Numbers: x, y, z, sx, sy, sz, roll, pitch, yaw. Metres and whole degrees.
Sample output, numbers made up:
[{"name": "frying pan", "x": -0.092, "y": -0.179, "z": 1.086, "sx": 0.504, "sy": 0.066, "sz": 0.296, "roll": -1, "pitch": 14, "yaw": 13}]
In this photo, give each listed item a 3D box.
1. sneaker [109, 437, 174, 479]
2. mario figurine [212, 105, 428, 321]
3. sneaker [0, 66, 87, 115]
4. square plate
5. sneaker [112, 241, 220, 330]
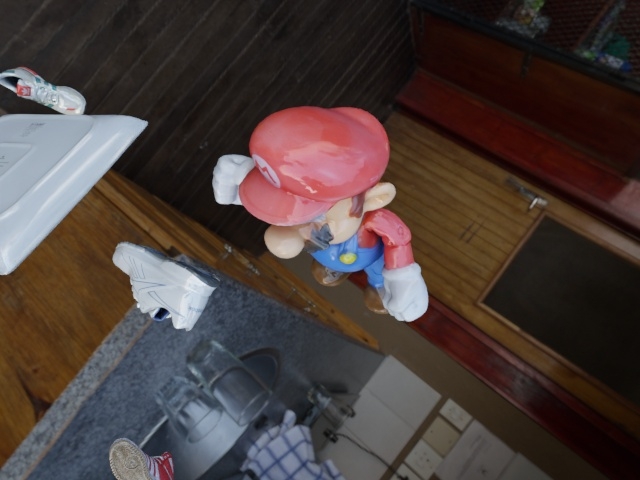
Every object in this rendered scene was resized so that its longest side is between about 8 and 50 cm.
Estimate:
[{"name": "sneaker", "x": -0.235, "y": 0.296, "z": 0.617, "sx": 0.042, "sy": 0.067, "sz": 0.118, "roll": -29, "pitch": 107, "yaw": -4}, {"name": "mario figurine", "x": 0.000, "y": 0.000, "z": 0.488, "sx": 0.198, "sy": 0.170, "sz": 0.320, "roll": -10, "pitch": 151, "yaw": 13}, {"name": "sneaker", "x": -0.546, "y": -0.285, "z": 0.904, "sx": 0.057, "sy": 0.161, "sz": 0.075, "roll": -61, "pitch": -176, "yaw": 26}, {"name": "square plate", "x": -0.509, "y": -0.109, "z": 0.744, "sx": 0.049, "sy": 0.348, "sz": 0.343, "roll": 73, "pitch": 31, "yaw": -46}, {"name": "sneaker", "x": -0.339, "y": 0.085, "z": 0.936, "sx": 0.111, "sy": 0.297, "sz": 0.129, "roll": 29, "pitch": 81, "yaw": -52}]
